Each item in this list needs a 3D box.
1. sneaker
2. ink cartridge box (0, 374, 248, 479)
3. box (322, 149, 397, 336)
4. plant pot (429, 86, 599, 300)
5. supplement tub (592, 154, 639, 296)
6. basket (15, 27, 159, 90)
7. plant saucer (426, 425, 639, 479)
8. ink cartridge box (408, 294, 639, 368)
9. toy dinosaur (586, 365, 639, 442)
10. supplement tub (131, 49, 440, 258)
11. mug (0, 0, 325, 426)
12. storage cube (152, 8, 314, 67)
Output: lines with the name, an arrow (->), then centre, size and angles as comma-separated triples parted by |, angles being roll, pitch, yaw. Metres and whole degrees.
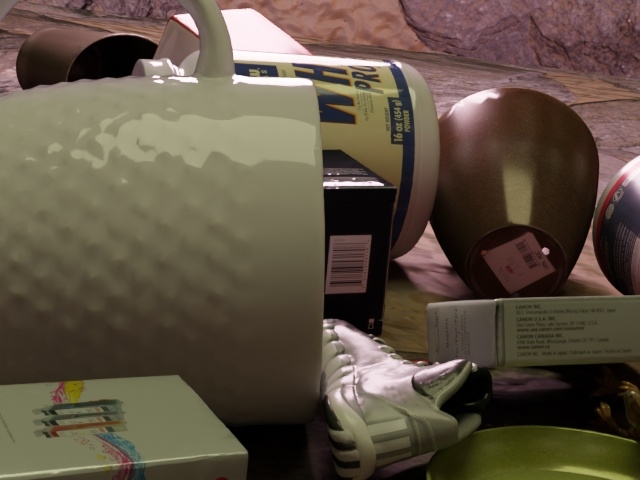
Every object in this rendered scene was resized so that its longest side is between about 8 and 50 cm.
sneaker -> 0.066, 0.117, 1.066 | 0.132, 0.086, 0.229 | -11, 20, -1
ink cartridge box -> -0.147, 0.163, 0.796 | 0.176, 0.128, 0.127 | 0, 17, -25
box -> 0.000, 0.000, 1.368 | 0.093, 0.156, 0.158 | -1, 17, -20
plant pot -> 0.214, -0.028, 1.510 | 0.215, 0.215, 0.230 | 7, 29, 1
supplement tub -> 0.409, 0.017, 1.400 | 0.191, 0.191, 0.272 | 4, 16, -9
basket -> -0.377, -0.267, 2.171 | 0.204, 0.154, 0.227 | -6, 17, -40
plant saucer -> 0.193, 0.198, 0.970 | 0.240, 0.037, 0.241 | 6, 15, -2
ink cartridge box -> 0.219, 0.081, 1.204 | 0.275, 0.060, 0.239 | 0, -3, -22
toy dinosaur -> 0.282, 0.158, 1.124 | 0.112, 0.064, 0.211 | 25, 5, 39
supplement tub -> -0.051, -0.097, 1.539 | 0.324, 0.236, 0.235 | 2, 17, -16
mug -> -0.170, -0.040, 1.057 | 0.328, 0.374, 0.276 | 0, 8, -5
storage cube -> -0.119, -0.183, 1.815 | 0.215, 0.184, 0.193 | 39, 27, 17
